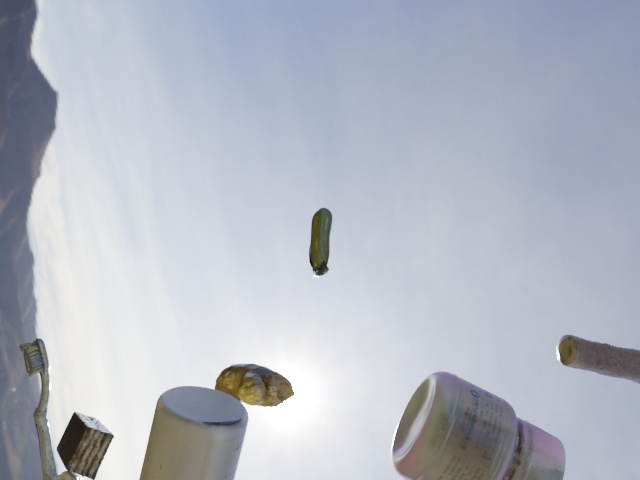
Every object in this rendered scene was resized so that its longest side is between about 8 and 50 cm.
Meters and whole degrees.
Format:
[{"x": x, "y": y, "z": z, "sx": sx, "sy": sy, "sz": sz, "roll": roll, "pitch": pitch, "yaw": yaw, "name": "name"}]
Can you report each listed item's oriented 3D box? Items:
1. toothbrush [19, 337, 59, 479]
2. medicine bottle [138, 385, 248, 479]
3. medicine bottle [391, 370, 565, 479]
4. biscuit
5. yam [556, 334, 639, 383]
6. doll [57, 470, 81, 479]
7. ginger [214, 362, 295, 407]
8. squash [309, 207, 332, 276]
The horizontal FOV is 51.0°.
[{"x": -0.495, "y": 0.353, "z": 1.206, "sx": 0.035, "sy": 0.042, "sz": 0.413, "roll": 28, "pitch": -56, "yaw": 40, "name": "toothbrush"}, {"x": -0.203, "y": 0.364, "z": 1.016, "sx": 0.143, "sy": 0.143, "sz": 0.258, "roll": 25, "pitch": -77, "yaw": 58, "name": "medicine bottle"}, {"x": 0.327, "y": 0.439, "z": 1.407, "sx": 0.241, "sy": 0.302, "sz": 0.241, "roll": -63, "pitch": -178, "yaw": 3, "name": "medicine bottle"}, {"x": -0.557, "y": 0.478, "z": 1.578, "sx": 0.252, "sy": 0.070, "sz": 0.106, "roll": -10, "pitch": -126, "yaw": 62, "name": "biscuit"}, {"x": 0.553, "y": 0.224, "z": 1.230, "sx": 0.066, "sy": 0.299, "sz": 0.066, "roll": -43, "pitch": -141, "yaw": 49, "name": "yam"}, {"x": -0.643, "y": 0.628, "z": 1.487, "sx": 0.111, "sy": 0.237, "sz": 0.252, "roll": 37, "pitch": -63, "yaw": 16, "name": "doll"}, {"x": -0.120, "y": 0.268, "z": 1.248, "sx": 0.205, "sy": 0.115, "sz": 0.081, "roll": -3, "pitch": -74, "yaw": 61, "name": "ginger"}, {"x": 0.000, "y": 0.000, "z": 1.550, "sx": 0.052, "sy": 0.052, "sz": 0.183, "roll": 126, "pitch": -26, "yaw": -54, "name": "squash"}]
